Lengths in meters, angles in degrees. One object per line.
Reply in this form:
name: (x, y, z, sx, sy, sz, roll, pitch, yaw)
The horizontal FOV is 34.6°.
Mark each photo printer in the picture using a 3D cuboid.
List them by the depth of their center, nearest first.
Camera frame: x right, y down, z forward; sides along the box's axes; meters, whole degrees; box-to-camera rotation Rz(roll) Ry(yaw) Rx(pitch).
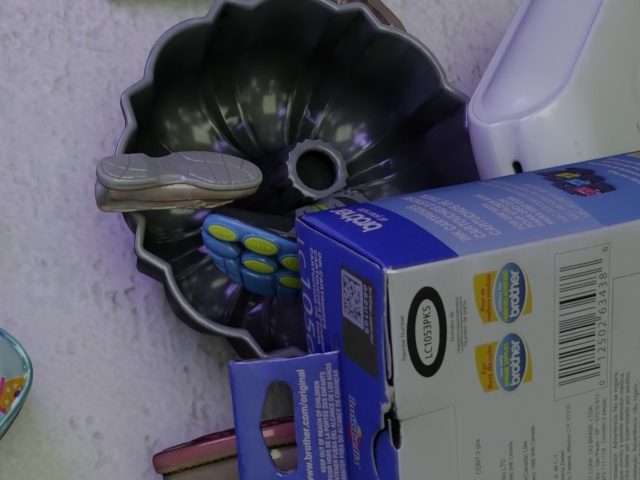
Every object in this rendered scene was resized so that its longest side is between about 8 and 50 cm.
photo printer: (0.239, -0.089, 0.919, 0.256, 0.107, 0.307, 60, 42, -29)

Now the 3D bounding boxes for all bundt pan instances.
bundt pan: (-0.021, -0.042, 0.885, 0.331, 0.124, 0.330, 6, 72, -18)

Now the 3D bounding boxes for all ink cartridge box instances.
ink cartridge box: (0.140, 0.097, 0.720, 0.396, 0.151, 0.269, -11, 108, -21)

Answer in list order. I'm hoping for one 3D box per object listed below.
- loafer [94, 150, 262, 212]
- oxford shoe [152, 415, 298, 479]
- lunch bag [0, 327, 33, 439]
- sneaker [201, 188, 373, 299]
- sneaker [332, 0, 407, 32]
loafer: (-0.107, -0.041, 0.769, 0.125, 0.039, 0.045, 0, 41, -23)
oxford shoe: (0.039, 0.205, 0.835, 0.348, 0.123, 0.130, 2, 79, -19)
lunch bag: (-0.369, 0.099, 0.721, 0.279, 0.108, 0.224, 36, 68, -6)
sneaker: (0.000, 0.000, 0.786, 0.188, 0.067, 0.078, 4, 51, -17)
sneaker: (0.027, -0.211, 0.999, 0.071, 0.066, 0.188, -30, 80, -9)
